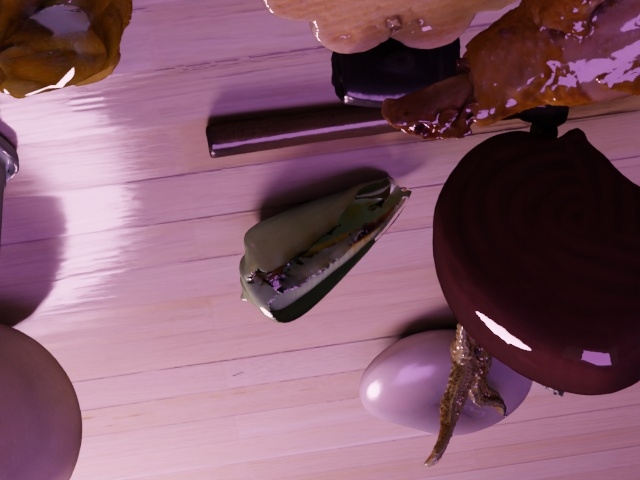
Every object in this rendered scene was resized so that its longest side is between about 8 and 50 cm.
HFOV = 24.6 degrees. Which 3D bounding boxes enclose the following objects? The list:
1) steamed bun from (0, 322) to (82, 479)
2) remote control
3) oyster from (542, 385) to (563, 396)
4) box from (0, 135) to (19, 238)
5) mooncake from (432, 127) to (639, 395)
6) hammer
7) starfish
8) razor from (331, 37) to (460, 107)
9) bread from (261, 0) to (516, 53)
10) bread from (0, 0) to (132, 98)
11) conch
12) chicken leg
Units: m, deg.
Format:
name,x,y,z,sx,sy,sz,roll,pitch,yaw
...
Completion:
name,x,y,z,sx,sy,sz,roll,pitch,yaw
steamed bun,-0.492,0.260,2.021,0.324,0.324,0.206,-5,164,-8
remote control,0.207,0.234,2.389,0.332,0.103,0.221,22,129,-41
oyster,0.416,0.173,2.360,0.199,0.087,0.252,-54,167,9
box,-0.470,-0.061,1.609,0.175,0.182,0.312,-18,149,14
mooncake,0.305,0.018,1.743,0.334,0.326,0.174,-14,153,3
hammer,0.083,-0.142,1.764,0.440,0.044,0.168,-8,151,-3
starfish,0.252,0.150,2.208,0.347,0.078,0.358,-11,121,-55
razor,0.086,-0.191,1.636,0.148,0.090,0.054,-4,160,-9
bread,0.087,-0.297,1.487,0.316,0.054,0.316,-8,151,-5
bread,-0.270,-0.227,1.477,0.161,0.088,0.233,1,147,-8
conch,-0.008,0.010,1.908,0.250,0.137,0.143,-30,144,32
chicken leg,0.237,-0.234,1.473,0.409,0.182,0.295,-25,147,5
